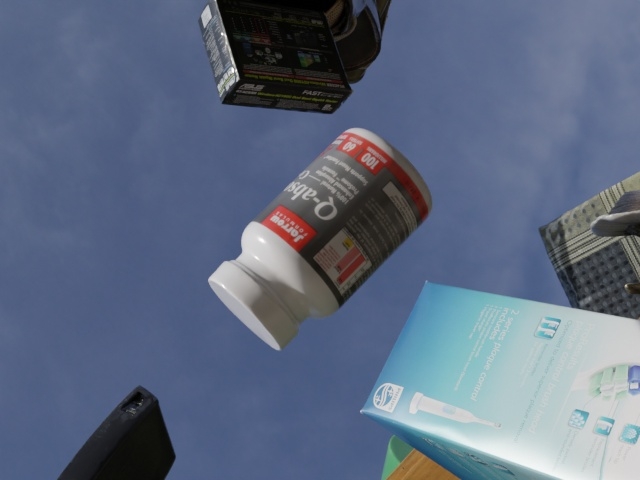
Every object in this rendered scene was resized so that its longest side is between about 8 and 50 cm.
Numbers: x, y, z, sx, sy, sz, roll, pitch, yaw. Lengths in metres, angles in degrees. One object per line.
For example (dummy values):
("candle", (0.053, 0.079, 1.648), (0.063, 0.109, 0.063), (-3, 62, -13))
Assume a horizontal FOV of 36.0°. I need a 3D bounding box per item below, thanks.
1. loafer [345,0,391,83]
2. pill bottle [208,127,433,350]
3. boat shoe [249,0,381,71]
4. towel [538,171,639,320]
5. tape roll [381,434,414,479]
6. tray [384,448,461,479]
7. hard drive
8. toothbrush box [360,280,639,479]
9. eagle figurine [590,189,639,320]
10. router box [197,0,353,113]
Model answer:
("loafer", (0.046, -0.320, 1.224), (0.094, 0.087, 0.251), (11, -100, -20))
("pill bottle", (0.000, 0.000, 1.661), (0.363, 0.210, 0.210), (-45, -53, -14))
("boat shoe", (-0.028, -0.253, 1.010), (0.132, 0.130, 0.355), (-26, -28, 18))
("towel", (0.541, 0.045, 1.545), (0.324, 0.312, 0.056), (-31, -19, 30))
("tape roll", (0.257, 0.383, 1.536), (0.321, 0.321, 0.077), (5, -79, -32))
("tray", (0.184, 0.259, 0.966), (0.411, 0.202, 0.076), (-37, -39, -37))
("hard drive", (-0.312, 0.364, 1.512), (0.255, 0.054, 0.172), (-53, -38, -47))
("toothbrush box", (0.213, 0.149, 0.723), (0.216, 0.295, 0.126), (38, -107, -34))
("eagle figurine", (0.472, -0.019, 1.225), (0.298, 0.226, 0.225), (-58, -27, -32))
("router box", (-0.040, -0.164, 0.879), (0.122, 0.092, 0.038), (0, -29, -35))
